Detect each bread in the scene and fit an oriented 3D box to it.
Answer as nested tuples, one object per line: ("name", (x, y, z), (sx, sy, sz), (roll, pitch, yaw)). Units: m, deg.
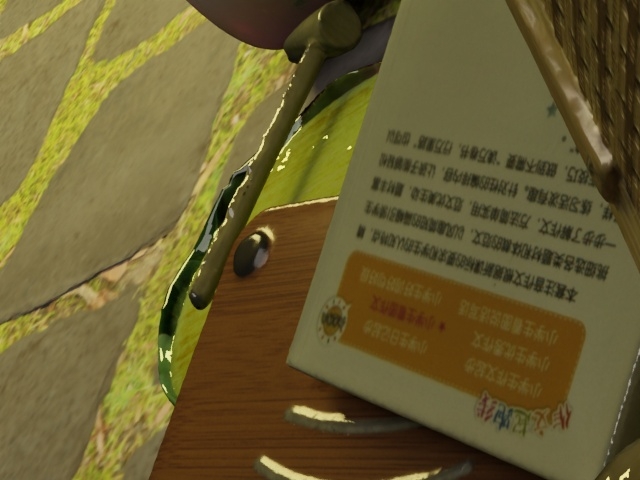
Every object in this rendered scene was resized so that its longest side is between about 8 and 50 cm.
("bread", (0.000, 0.000, 0.896), (0.228, 0.033, 0.228), (-37, 29, 25))

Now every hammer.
("hammer", (-0.035, -0.044, 0.941), (0.060, 0.028, 0.195), (-24, 35, 54))

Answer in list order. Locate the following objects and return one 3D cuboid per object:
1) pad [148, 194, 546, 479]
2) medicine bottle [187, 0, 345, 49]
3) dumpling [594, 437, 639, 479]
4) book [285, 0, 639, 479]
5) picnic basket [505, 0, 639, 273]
("pad", (0.015, 0.098, 0.724), (0.286, 0.018, 0.284), (-8, 56, 49))
("medicine bottle", (0.016, -0.242, 1.031), (0.254, 0.152, 0.152), (-41, 29, 23))
("dumpling", (0.050, 0.204, 0.513), (0.332, 0.086, 0.166), (-60, 15, -13))
("book", (0.087, -0.068, 0.677), (0.208, 0.020, 0.295), (18, 91, 56))
("picnic basket", (0.154, -0.131, 0.475), (0.228, 0.175, 0.313), (-21, 65, 0))
